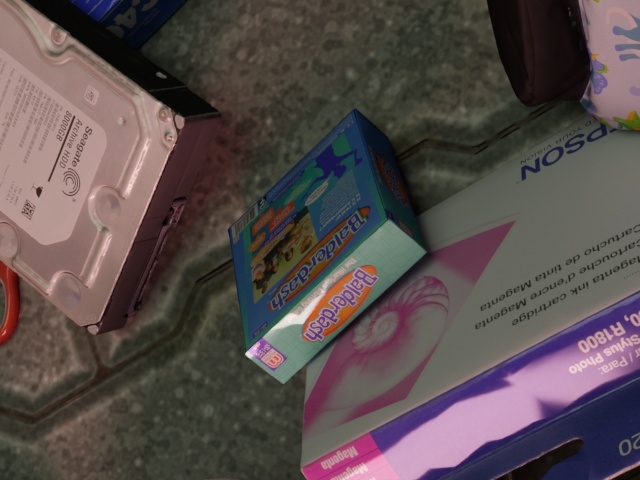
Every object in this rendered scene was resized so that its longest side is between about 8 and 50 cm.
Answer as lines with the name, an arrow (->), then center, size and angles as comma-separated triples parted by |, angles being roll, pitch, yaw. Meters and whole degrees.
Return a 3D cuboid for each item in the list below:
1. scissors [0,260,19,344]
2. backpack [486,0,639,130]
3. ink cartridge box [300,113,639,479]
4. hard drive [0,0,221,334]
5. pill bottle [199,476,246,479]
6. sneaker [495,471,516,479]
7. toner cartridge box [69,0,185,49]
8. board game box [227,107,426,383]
scissors -> -0.292, -0.035, 1.722 | 0.109, 0.021, 0.297 | 24, 92, 35
backpack -> 0.303, -0.205, 1.251 | 0.356, 0.290, 0.273 | -16, 60, 0
ink cartridge box -> 0.131, 0.067, 1.313 | 0.324, 0.071, 0.330 | -31, 28, 20
hard drive -> -0.266, -0.102, 1.634 | 0.339, 0.064, 0.237 | 37, 118, 23
pill bottle -> -0.049, 0.354, 1.381 | 0.181, 0.181, 0.323 | -43, 60, 15
sneaker -> 0.125, 0.209, 1.371 | 0.084, 0.083, 0.215 | -41, 61, 15
toner cartridge box -> -0.158, -0.313, 1.679 | 0.348, 0.075, 0.165 | -42, 62, 16
board game box -> 0.000, 0.000, 1.456 | 0.160, 0.047, 0.210 | -43, 24, 16
